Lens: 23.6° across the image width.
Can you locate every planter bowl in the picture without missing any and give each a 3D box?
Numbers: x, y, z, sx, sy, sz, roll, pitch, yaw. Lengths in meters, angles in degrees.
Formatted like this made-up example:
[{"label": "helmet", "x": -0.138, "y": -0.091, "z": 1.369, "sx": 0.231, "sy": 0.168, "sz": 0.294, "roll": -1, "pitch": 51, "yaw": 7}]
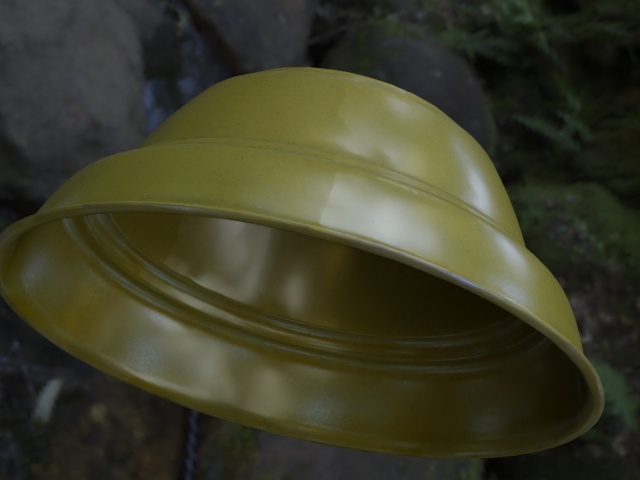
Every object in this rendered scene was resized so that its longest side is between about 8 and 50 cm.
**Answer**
[{"label": "planter bowl", "x": 0.000, "y": 0.000, "z": 0.549, "sx": 0.217, "sy": 0.217, "sz": 0.090, "roll": 39, "pitch": 57, "yaw": -45}]
